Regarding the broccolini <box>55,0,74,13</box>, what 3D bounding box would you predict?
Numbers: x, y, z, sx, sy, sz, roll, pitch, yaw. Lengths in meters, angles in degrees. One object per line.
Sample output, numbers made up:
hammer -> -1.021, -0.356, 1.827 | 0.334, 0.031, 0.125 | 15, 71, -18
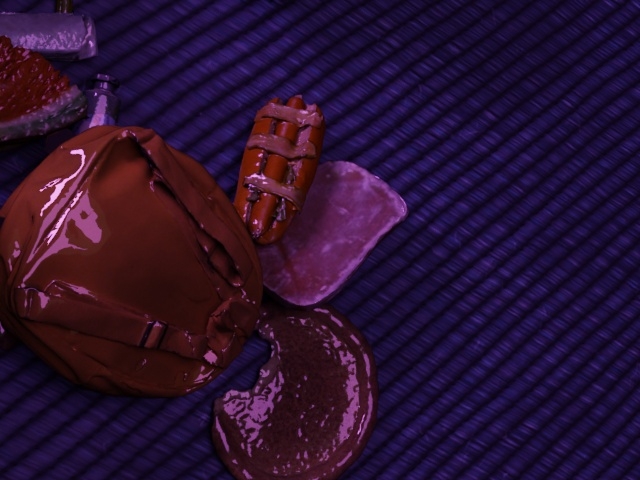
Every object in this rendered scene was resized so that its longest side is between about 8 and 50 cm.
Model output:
broccolini -> -0.428, -0.424, 1.835 | 0.123, 0.062, 0.272 | -27, 96, -18

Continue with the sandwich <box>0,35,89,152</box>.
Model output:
sandwich -> -0.417, -0.201, 1.754 | 0.184, 0.109, 0.160 | -23, 109, -32

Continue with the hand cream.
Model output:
hand cream -> -0.325, -0.104, 1.836 | 0.088, 0.055, 0.256 | 16, 82, -29

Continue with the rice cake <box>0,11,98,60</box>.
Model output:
rice cake -> -0.463, -0.274, 1.785 | 0.336, 0.063, 0.066 | -3, 86, -26

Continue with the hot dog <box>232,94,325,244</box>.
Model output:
hot dog -> -0.062, -0.104, 1.910 | 0.109, 0.072, 0.270 | 12, 58, 4

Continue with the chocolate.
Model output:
chocolate -> 0.001, 0.002, 1.942 | 0.157, 0.080, 0.254 | 36, 63, 15

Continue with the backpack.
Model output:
backpack -> -0.260, 0.044, 1.746 | 0.353, 0.201, 0.378 | -50, 119, -16

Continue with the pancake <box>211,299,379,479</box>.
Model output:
pancake -> -0.039, 0.224, 1.922 | 0.288, 0.033, 0.286 | -26, 94, -26

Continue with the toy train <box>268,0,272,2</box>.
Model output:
toy train -> -0.010, -0.481, 1.912 | 0.167, 0.299, 0.238 | 53, 51, -10
